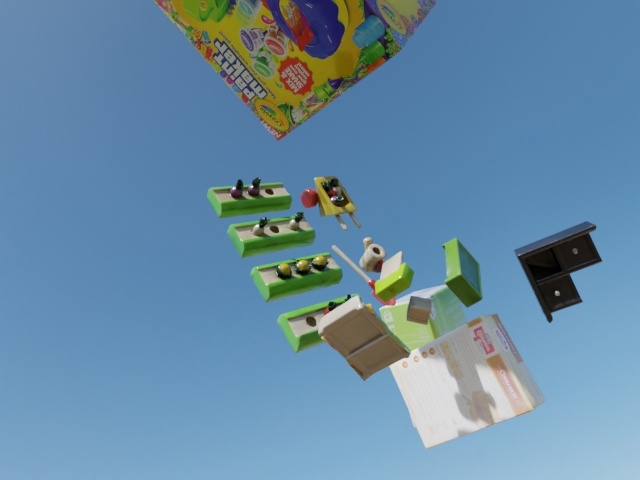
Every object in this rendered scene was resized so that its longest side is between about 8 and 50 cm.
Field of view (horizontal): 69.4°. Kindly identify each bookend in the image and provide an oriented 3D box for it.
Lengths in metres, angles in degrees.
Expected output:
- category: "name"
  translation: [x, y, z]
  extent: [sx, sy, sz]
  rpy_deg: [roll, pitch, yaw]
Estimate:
- category: "bookend"
  translation: [0.513, 0.065, 0.962]
  extent: [0.156, 0.072, 0.157]
  rpy_deg: [-24, -89, 19]

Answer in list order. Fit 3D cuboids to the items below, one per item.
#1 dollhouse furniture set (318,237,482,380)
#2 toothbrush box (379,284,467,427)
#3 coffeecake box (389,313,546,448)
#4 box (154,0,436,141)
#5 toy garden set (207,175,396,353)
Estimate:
- category: "dollhouse furniture set"
  translation: [0.073, 0.060, 0.434]
  extent: [0.151, 0.059, 0.076]
  rpy_deg: [-38, -75, 28]
- category: "toothbrush box"
  translation: [0.273, 0.264, 1.098]
  extent: [0.122, 0.284, 0.206]
  rpy_deg: [-18, -5, 36]
- category: "coffeecake box"
  translation: [0.220, 0.219, 0.720]
  extent: [0.185, 0.142, 0.068]
  rpy_deg: [-38, -26, 31]
- category: "box"
  translation: [-0.041, -0.358, 0.690]
  extent: [0.290, 0.177, 0.279]
  rpy_deg: [47, -41, -18]
- category: "toy garden set"
  translation: [0.000, 0.000, 0.585]
  extent: [0.203, 0.244, 0.049]
  rpy_deg: [-10, -37, -38]
